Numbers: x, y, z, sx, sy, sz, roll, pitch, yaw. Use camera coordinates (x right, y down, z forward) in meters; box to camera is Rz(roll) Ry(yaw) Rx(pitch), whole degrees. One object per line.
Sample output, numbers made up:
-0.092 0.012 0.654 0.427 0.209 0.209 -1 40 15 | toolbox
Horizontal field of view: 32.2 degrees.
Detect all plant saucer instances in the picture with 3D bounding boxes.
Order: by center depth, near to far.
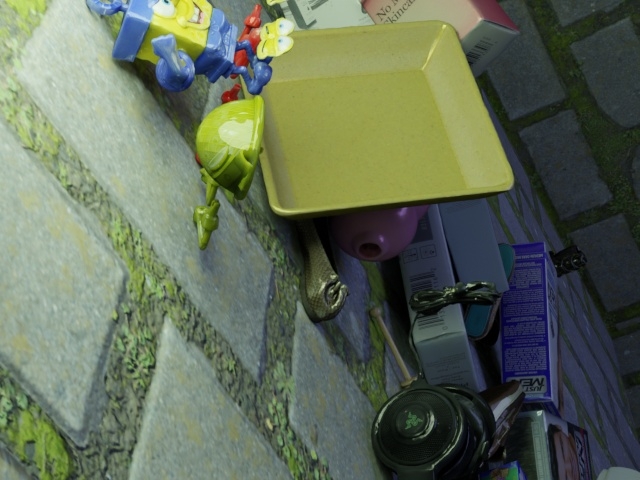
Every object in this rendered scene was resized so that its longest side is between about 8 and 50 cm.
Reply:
0.063 -0.159 1.550 0.081 0.333 0.332 99 -19 -53 | plant saucer

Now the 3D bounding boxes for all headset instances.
0.185 0.259 1.523 0.243 0.185 0.394 18 63 -67 | headset

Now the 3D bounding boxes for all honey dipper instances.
0.114 0.174 1.684 0.160 0.030 0.030 62 18 -2 | honey dipper

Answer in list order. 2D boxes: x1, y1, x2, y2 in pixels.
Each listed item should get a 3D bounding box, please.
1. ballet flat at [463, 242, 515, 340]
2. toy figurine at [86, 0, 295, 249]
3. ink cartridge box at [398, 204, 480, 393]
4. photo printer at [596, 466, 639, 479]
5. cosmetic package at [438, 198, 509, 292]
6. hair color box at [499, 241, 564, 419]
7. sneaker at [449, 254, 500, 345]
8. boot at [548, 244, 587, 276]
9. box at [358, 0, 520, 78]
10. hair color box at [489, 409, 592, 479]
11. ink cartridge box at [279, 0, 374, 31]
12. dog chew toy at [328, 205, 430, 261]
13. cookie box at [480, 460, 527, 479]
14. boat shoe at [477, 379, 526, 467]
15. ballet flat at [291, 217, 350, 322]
0.332 0.103 2.208 0.206 0.073 0.067 -65 167 -9 | ballet flat
-0.170 -0.194 1.228 0.217 0.191 0.362 24 44 -20 | toy figurine
0.209 0.146 1.953 0.385 0.091 0.308 72 8 -50 | ink cartridge box
0.509 0.597 1.973 0.256 0.107 0.307 -43 139 -56 | photo printer
0.254 -0.108 2.156 0.377 0.098 0.284 -101 174 -52 | cosmetic package
0.435 0.193 2.283 0.185 0.110 0.338 49 41 -61 | hair color box
0.326 0.101 2.276 0.222 0.083 0.118 63 19 -15 | sneaker
0.508 0.078 2.579 0.091 0.229 0.263 64 18 -8 | boot
0.175 -0.366 1.744 0.127 0.148 0.232 3 49 -52 | box
0.408 0.426 2.019 0.374 0.114 0.185 30 53 -61 | hair color box
0.022 -0.406 1.898 0.217 0.159 0.092 67 21 2 | ink cartridge box
0.088 -0.102 1.679 0.206 0.207 0.331 53 30 -36 | dog chew toy
0.262 0.396 1.702 0.040 0.107 0.092 59 19 -21 | cookie box
0.259 0.310 1.767 0.257 0.095 0.095 -27 94 -48 | boat shoe
0.000 0.000 1.512 0.084 0.058 0.249 46 28 -45 | ballet flat
